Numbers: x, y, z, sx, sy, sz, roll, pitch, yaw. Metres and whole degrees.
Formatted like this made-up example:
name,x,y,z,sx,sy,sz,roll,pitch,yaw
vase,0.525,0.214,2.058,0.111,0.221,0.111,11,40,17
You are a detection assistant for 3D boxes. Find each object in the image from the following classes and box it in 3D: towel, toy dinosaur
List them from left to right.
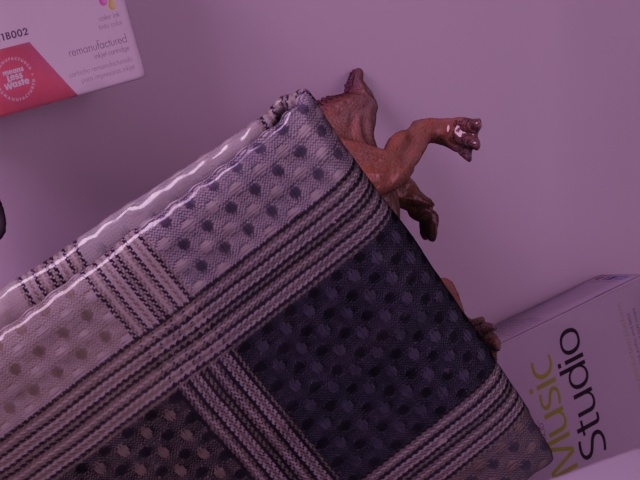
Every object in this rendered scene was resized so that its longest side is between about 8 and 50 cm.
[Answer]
name,x,y,z,sx,sy,sz,roll,pitch,yaw
towel,-0.058,0.117,1.051,0.324,0.056,0.312,-37,115,-2
toy dinosaur,0.000,0.000,1.149,0.200,0.127,0.295,4,72,-17

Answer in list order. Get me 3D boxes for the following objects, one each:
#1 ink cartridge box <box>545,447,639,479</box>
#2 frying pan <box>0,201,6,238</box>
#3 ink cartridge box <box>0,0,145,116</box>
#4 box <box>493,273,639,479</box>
name,x,y,z,sx,sy,sz,roll,pitch,yaw
ink cartridge box,0.134,0.360,1.105,0.279,0.160,0.384,-12,121,-38
frying pan,-0.289,-0.147,0.936,0.197,0.053,0.326,-9,93,-16
ink cartridge box,-0.192,-0.177,1.035,0.115,0.067,0.198,-21,100,-37
box,0.155,0.181,1.292,0.322,0.058,0.232,-22,100,-37
